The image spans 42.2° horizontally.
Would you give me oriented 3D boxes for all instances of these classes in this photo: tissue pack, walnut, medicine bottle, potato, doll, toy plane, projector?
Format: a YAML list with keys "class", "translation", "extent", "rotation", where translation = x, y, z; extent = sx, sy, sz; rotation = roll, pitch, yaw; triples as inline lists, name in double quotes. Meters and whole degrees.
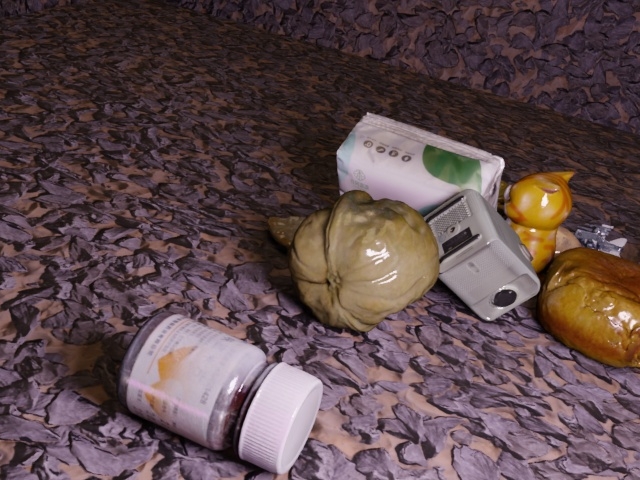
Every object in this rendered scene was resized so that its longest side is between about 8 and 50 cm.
- class: "tissue pack"
  translation: [0.230, -0.115, 1.944]
  extent: [0.357, 0.266, 0.193]
  rotation: [21, 57, 20]
- class: "walnut"
  translation: [0.077, 0.037, 1.611]
  extent: [0.253, 0.282, 0.277]
  rotation: [58, 25, 1]
- class: "medicine bottle"
  translation: [-0.148, 0.223, 1.229]
  extent: [0.274, 0.165, 0.165]
  rotation: [19, 27, 16]
- class: "potato"
  translation: [0.568, 0.022, 2.029]
  extent: [0.147, 0.112, 0.112]
  rotation: [14, 25, 17]
- class: "doll"
  translation: [0.480, -0.034, 1.911]
  extent: [0.162, 0.269, 0.166]
  rotation: [16, 29, 16]
- class: "toy plane"
  translation: [0.685, -0.001, 2.157]
  extent: [0.234, 0.082, 0.160]
  rotation: [23, 54, 22]
- class: "projector"
  translation: [0.339, 0.037, 1.736]
  extent: [0.242, 0.163, 0.177]
  rotation: [41, 25, -37]

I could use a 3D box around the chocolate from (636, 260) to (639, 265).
- class: "chocolate"
  translation: [0.819, 0.084, 2.015]
  extent: [0.112, 0.111, 0.321]
  rotation: [32, 31, 19]

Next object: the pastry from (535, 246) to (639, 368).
- class: "pastry"
  translation: [0.617, 0.140, 1.745]
  extent: [0.356, 0.163, 0.356]
  rotation: [10, 23, -4]

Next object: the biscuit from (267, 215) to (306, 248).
- class: "biscuit"
  translation: [0.000, 0.000, 1.890]
  extent: [0.266, 0.040, 0.188]
  rotation: [23, 28, 19]

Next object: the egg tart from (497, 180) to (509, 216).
- class: "egg tart"
  translation: [0.376, -0.108, 2.186]
  extent: [0.294, 0.123, 0.294]
  rotation: [11, 22, -4]
